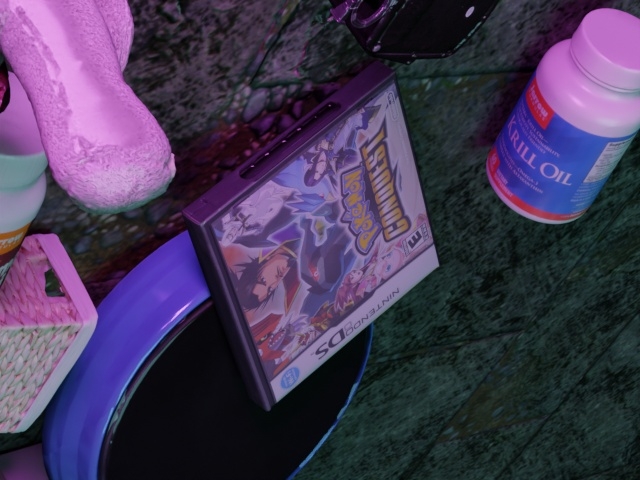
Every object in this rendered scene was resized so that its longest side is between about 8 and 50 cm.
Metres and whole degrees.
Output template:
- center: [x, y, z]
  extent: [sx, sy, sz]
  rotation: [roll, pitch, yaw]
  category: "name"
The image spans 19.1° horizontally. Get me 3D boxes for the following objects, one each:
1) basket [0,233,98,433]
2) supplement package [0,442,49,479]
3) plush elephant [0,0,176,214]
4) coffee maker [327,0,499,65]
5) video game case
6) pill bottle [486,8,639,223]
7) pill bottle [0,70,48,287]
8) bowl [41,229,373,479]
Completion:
- center: [-0.294, 0.085, 1.712]
  extent: [0.103, 0.113, 0.167]
  rotation: [0, 138, -43]
  category: "basket"
- center: [-0.312, 0.312, 2.068]
  extent: [0.105, 0.105, 0.179]
  rotation: [-13, 147, -37]
  category: "supplement package"
- center: [-0.271, -0.140, 1.232]
  extent: [0.272, 0.330, 0.255]
  rotation: [-7, 167, -19]
  category: "plush elephant"
- center: [0.036, -0.238, 1.468]
  extent: [0.120, 0.178, 0.171]
  rotation: [-42, 155, 11]
  category: "coffee maker"
- center: [0.000, 0.000, 1.839]
  extent: [0.248, 0.035, 0.275]
  rotation: [-39, 139, -21]
  category: "video game case"
- center: [0.266, -0.130, 1.964]
  extent: [0.124, 0.124, 0.221]
  rotation: [-15, 146, -34]
  category: "pill bottle"
- center: [-0.291, -0.026, 1.516]
  extent: [0.121, 0.121, 0.221]
  rotation: [-9, 144, -40]
  category: "pill bottle"
- center: [-0.103, 0.150, 1.953]
  extent: [0.391, 0.077, 0.391]
  rotation: [-29, 141, -27]
  category: "bowl"
